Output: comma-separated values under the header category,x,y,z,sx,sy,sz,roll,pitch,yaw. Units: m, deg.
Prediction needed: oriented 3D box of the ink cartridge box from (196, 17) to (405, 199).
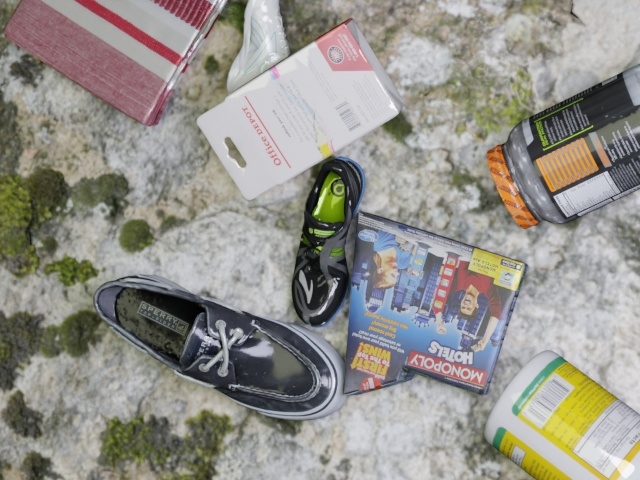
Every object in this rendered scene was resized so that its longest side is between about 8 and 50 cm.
category,x,y,z,sx,sy,sz,roll,pitch,yaw
ink cartridge box,-0.023,-0.141,1.856,0.198,0.067,0.115,-30,98,14

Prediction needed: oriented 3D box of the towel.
category,x,y,z,sx,sy,sz,roll,pitch,yaw
towel,-0.202,-0.324,1.973,0.237,0.037,0.329,34,95,21

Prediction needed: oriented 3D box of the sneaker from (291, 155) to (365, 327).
category,x,y,z,sx,sy,sz,roll,pitch,yaw
sneaker,0.000,0.000,1.848,0.067,0.078,0.188,12,90,21

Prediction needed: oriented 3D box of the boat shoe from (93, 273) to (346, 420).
category,x,y,z,sx,sy,sz,roll,pitch,yaw
boat shoe,-0.113,0.113,1.866,0.301,0.102,0.108,26,94,20

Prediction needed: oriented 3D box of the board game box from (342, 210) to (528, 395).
category,x,y,z,sx,sy,sz,roll,pitch,yaw
board game box,0.105,0.089,1.812,0.194,0.060,0.194,19,93,20

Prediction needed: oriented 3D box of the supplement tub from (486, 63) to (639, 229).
category,x,y,z,sx,sy,sz,roll,pitch,yaw
supplement tub,0.273,-0.091,1.736,0.190,0.117,0.117,-25,78,17

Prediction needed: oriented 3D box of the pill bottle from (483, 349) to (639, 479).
category,x,y,z,sx,sy,sz,roll,pitch,yaw
pill bottle,0.277,0.214,1.709,0.208,0.117,0.118,36,98,19

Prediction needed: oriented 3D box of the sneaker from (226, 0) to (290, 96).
category,x,y,z,sx,sy,sz,roll,pitch,yaw
sneaker,-0.059,-0.225,1.906,0.061,0.053,0.152,15,98,12
